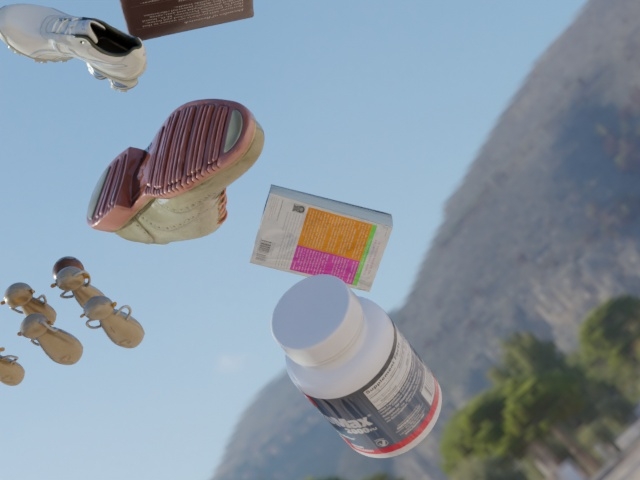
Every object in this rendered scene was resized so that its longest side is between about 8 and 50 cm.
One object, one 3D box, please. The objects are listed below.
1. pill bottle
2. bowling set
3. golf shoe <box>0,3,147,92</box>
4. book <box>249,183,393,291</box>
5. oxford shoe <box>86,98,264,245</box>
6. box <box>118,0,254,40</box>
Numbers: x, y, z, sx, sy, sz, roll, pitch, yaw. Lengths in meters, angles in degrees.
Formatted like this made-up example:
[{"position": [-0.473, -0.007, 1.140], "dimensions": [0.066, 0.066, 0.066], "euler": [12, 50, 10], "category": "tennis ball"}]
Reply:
[{"position": [0.030, 0.114, 1.438], "dimensions": [0.108, 0.108, 0.180], "euler": [-42, -47, -4], "category": "pill bottle"}, {"position": [-0.443, 0.101, 2.530], "dimensions": [0.287, 0.200, 0.154], "euler": [-21, -30, 10], "category": "bowling set"}, {"position": [-0.272, -0.230, 1.715], "dimensions": [0.086, 0.176, 0.069], "euler": [125, 161, -65], "category": "golf shoe"}, {"position": [0.000, 0.000, 1.777], "dimensions": [0.035, 0.144, 0.096], "euler": [-88, 15, -62], "category": "book"}, {"position": [-0.172, -0.086, 2.150], "dimensions": [0.397, 0.146, 0.140], "euler": [-20, 50, 54], "category": "oxford shoe"}, {"position": [-0.179, -0.367, 1.910], "dimensions": [0.167, 0.168, 0.203], "euler": [-13, -12, -4], "category": "box"}]
